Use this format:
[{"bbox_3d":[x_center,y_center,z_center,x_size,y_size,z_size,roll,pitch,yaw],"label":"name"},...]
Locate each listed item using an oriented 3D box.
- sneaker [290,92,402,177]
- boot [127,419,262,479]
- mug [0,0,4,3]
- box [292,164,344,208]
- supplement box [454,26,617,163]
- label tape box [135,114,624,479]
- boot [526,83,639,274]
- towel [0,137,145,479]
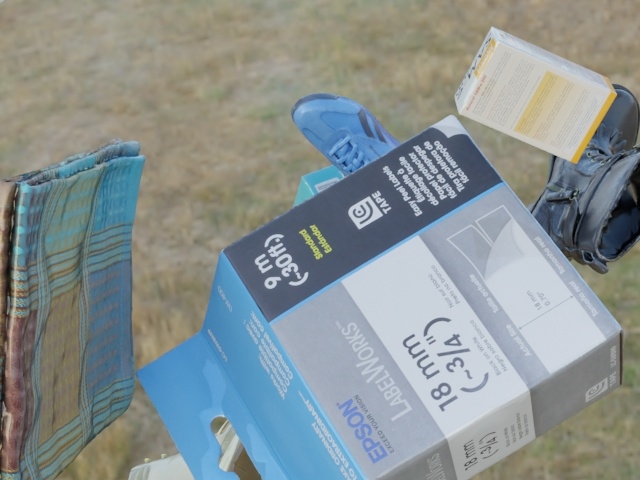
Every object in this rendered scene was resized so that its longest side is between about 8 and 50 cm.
[{"bbox_3d":[0.050,-0.097,1.688,0.069,0.209,0.082,-34,41,26],"label":"sneaker"},{"bbox_3d":[-0.152,0.298,1.982,0.203,0.095,0.262,-20,23,28],"label":"boot"},{"bbox_3d":[-0.418,-0.434,1.928,0.328,0.276,0.374,-5,50,35],"label":"mug"},{"bbox_3d":[0.000,0.000,2.107,0.060,0.244,0.101,-21,65,-22],"label":"box"},{"bbox_3d":[0.155,-0.105,1.041,0.098,0.062,0.036,23,24,-12],"label":"supplement box"},{"bbox_3d":[0.034,0.088,1.133,0.333,0.106,0.241,-31,60,-6],"label":"label tape box"},{"bbox_3d":[0.300,-0.065,1.452,0.263,0.091,0.229,-62,10,-16],"label":"boot"},{"bbox_3d":[-0.208,0.061,1.217,0.040,0.272,0.370,4,8,4],"label":"towel"}]
